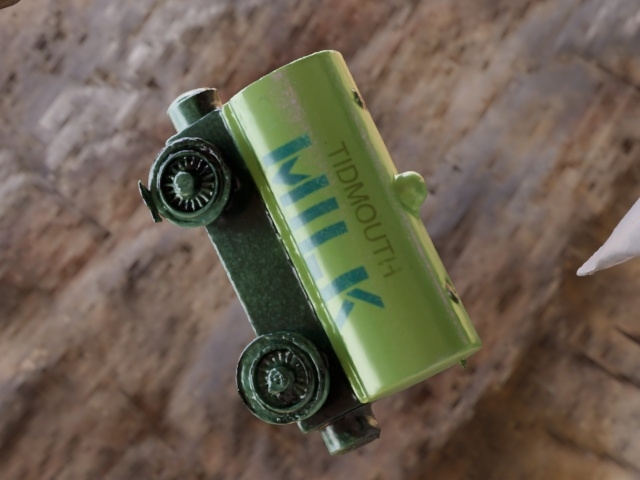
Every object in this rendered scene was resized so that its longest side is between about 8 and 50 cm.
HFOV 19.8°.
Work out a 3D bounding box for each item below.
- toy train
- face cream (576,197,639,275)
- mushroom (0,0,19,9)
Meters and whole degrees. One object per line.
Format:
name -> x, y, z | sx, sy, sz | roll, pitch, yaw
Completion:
toy train -> 0.000, 0.000, 1.152 | 0.157, 0.253, 0.105 | -29, -10, 20
face cream -> 0.254, -0.096, 0.977 | 0.235, 0.137, 0.420 | -49, -2, -10
mushroom -> -0.136, -0.216, 0.722 | 0.263, 0.195, 0.283 | -54, 6, 31
